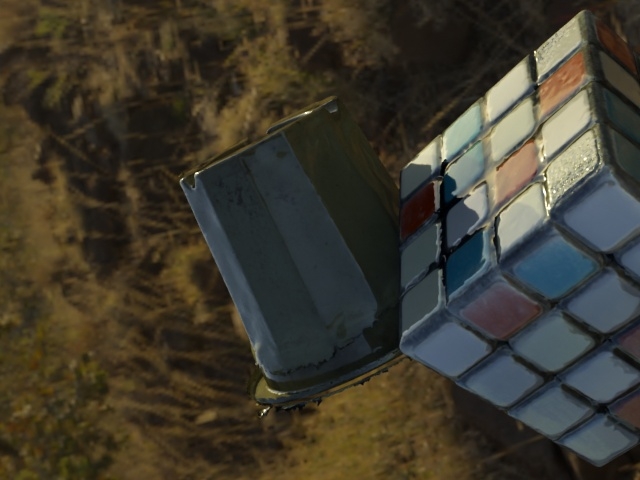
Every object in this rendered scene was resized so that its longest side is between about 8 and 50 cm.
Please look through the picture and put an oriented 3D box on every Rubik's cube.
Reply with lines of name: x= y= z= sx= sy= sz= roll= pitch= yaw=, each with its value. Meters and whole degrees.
Rubik's cube: x=0.241 y=0.003 z=1.002 sx=0.253 sy=0.259 sz=0.256 roll=-44 pitch=25 yaw=34

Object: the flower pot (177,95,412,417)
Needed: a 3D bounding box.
flower pot: x=0.000 y=0.000 z=1.161 sx=0.259 sy=0.290 sz=0.290 roll=63 pitch=157 yaw=-8
